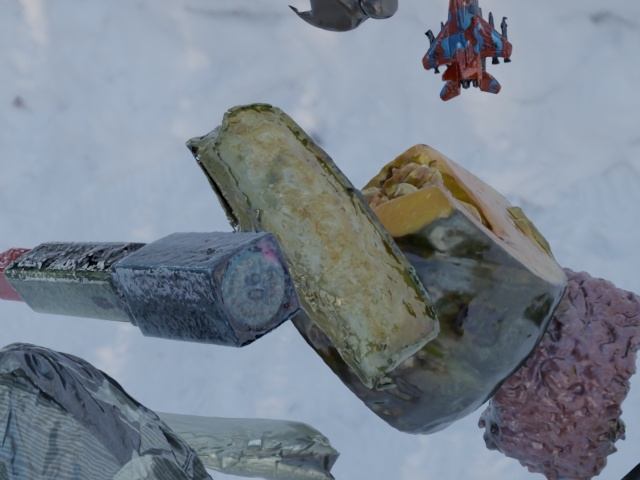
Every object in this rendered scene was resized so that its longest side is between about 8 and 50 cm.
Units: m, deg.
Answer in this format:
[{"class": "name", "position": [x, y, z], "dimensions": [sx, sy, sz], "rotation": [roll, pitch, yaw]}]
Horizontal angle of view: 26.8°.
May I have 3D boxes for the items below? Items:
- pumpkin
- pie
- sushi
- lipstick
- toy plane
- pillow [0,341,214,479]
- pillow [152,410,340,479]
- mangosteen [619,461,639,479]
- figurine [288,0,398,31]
[{"class": "pumpkin", "position": [0.108, 0.052, 1.376], "dimensions": [0.225, 0.256, 0.303], "rotation": [-44, 18, 16]}, {"class": "pie", "position": [0.000, 0.000, 1.169], "dimensions": [0.282, 0.128, 0.068], "rotation": [54, 136, 8]}, {"class": "sushi", "position": [0.301, 0.167, 1.690], "dimensions": [0.170, 0.270, 0.236], "rotation": [16, 50, 6]}, {"class": "lipstick", "position": [-0.128, 0.025, 0.834], "dimensions": [0.051, 0.051, 0.312], "rotation": [-33, 20, -32]}, {"class": "toy plane", "position": [0.178, -0.268, 1.632], "dimensions": [0.130, 0.061, 0.189], "rotation": [-4, 82, 40]}, {"class": "pillow", "position": [-0.100, 0.185, 0.676], "dimensions": [0.092, 0.335, 0.161], "rotation": [0, 53, 16]}, {"class": "pillow", "position": [-0.108, 0.167, 1.113], "dimensions": [0.229, 0.148, 0.050], "rotation": [6, 84, -10]}, {"class": "mangosteen", "position": [0.292, 0.308, 0.756], "dimensions": [0.382, 0.382, 0.435], "rotation": [22, 100, 40]}, {"class": "figurine", "position": [-0.013, -0.178, 0.439], "dimensions": [0.137, 0.229, 0.112], "rotation": [8, 56, 10]}]
